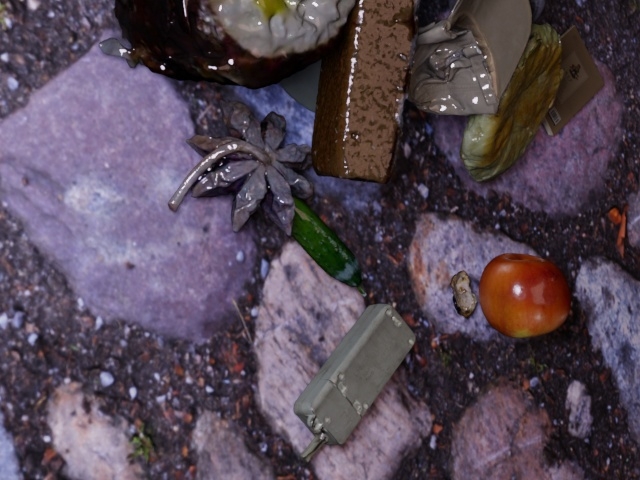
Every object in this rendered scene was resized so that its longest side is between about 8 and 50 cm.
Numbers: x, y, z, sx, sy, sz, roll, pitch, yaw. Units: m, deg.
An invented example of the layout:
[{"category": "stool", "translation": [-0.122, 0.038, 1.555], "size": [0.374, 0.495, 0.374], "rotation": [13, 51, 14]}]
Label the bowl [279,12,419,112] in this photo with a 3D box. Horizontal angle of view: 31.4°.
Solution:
[{"category": "bowl", "translation": [0.058, -0.346, 1.796], "size": [0.289, 0.146, 0.289], "rotation": [4, 84, -38]}]

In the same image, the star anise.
[{"category": "star anise", "translation": [-0.106, -0.106, 1.675], "size": [0.262, 0.081, 0.230], "rotation": [-20, 85, -34]}]

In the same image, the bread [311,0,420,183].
[{"category": "bread", "translation": [0.072, -0.287, 1.629], "size": [0.113, 0.165, 0.416], "rotation": [6, 97, -15]}]

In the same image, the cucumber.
[{"category": "cucumber", "translation": [0.000, 0.000, 1.772], "size": [0.250, 0.056, 0.056], "rotation": [46, 60, -24]}]

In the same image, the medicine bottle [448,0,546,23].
[{"category": "medicine bottle", "translation": [0.297, -0.494, 1.942], "size": [0.165, 0.165, 0.273], "rotation": [29, 49, -32]}]

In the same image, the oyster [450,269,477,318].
[{"category": "oyster", "translation": [0.244, 0.095, 1.971], "size": [0.054, 0.019, 0.083], "rotation": [-21, 96, -39]}]

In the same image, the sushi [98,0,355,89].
[{"category": "sushi", "translation": [-0.125, -0.356, 1.545], "size": [0.281, 0.294, 0.299], "rotation": [-4, 99, -37]}]

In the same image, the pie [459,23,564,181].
[{"category": "pie", "translation": [0.329, -0.239, 1.959], "size": [0.306, 0.071, 0.306], "rotation": [-46, 149, -38]}]

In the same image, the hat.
[{"category": "hat", "translation": [0.218, -0.321, 1.781], "size": [0.214, 0.149, 0.244], "rotation": [49, 51, -44]}]

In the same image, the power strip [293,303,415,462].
[{"category": "power strip", "translation": [0.043, 0.226, 1.781], "size": [0.288, 0.053, 0.093], "rotation": [-50, 116, -29]}]

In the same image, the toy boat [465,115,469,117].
[{"category": "toy boat", "translation": [0.240, -0.297, 1.988], "size": [0.208, 0.079, 0.134], "rotation": [35, 73, -42]}]

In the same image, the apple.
[{"category": "apple", "translation": [0.350, 0.091, 1.967], "size": [0.163, 0.163, 0.139], "rotation": [-14, 101, -38]}]

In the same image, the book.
[{"category": "book", "translation": [0.463, -0.307, 2.184], "size": [0.199, 0.016, 0.138], "rotation": [-42, 110, -32]}]
